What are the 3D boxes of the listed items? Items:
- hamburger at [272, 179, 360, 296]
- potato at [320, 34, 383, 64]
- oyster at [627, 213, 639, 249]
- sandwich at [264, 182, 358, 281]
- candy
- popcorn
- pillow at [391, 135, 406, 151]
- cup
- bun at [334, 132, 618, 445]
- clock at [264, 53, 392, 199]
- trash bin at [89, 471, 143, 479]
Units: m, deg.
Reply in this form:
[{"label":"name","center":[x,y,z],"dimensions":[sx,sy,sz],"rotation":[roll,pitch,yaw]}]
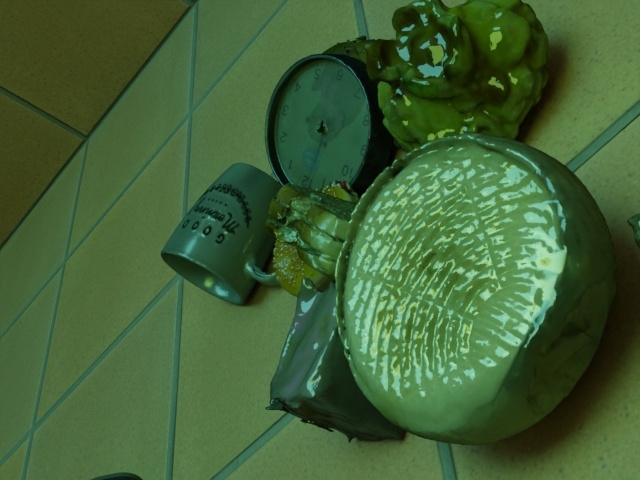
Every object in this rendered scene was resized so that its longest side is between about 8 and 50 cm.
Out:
[{"label":"hamburger","center":[0.000,0.000,1.724],"dimensions":[0.210,0.116,0.173],"rotation":[-43,34,31]},{"label":"potato","center":[0.023,-0.281,1.945],"dimensions":[0.296,0.141,0.192],"rotation":[-38,36,32]},{"label":"oyster","center":[0.439,0.049,0.936],"dimensions":[0.396,0.111,0.204],"rotation":[-7,60,53]},{"label":"sandwich","center":[0.057,0.006,1.471],"dimensions":[0.273,0.248,0.095],"rotation":[38,109,64]},{"label":"candy","center":[0.038,0.172,1.414],"dimensions":[0.137,0.184,0.195],"rotation":[-18,48,59]},{"label":"popcorn","center":[0.203,-0.243,1.500],"dimensions":[0.224,0.270,0.258],"rotation":[-100,3,-57]},{"label":"pillow","center":[0.172,-0.194,1.709],"dimensions":[0.113,0.038,0.203],"rotation":[-58,27,3]},{"label":"cup","center":[-0.142,-0.009,1.953],"dimensions":[0.258,0.186,0.234],"rotation":[21,71,33]},{"label":"bun","center":[0.195,0.061,1.216],"dimensions":[0.364,0.202,0.365],"rotation":[-16,66,40]},{"label":"clock","center":[0.008,-0.196,1.821],"dimensions":[0.280,0.055,0.281],"rotation":[1,92,43]},{"label":"trash bin","center":[-0.396,0.562,1.777],"dimensions":[0.290,0.182,0.209],"rotation":[-53,27,25]}]
